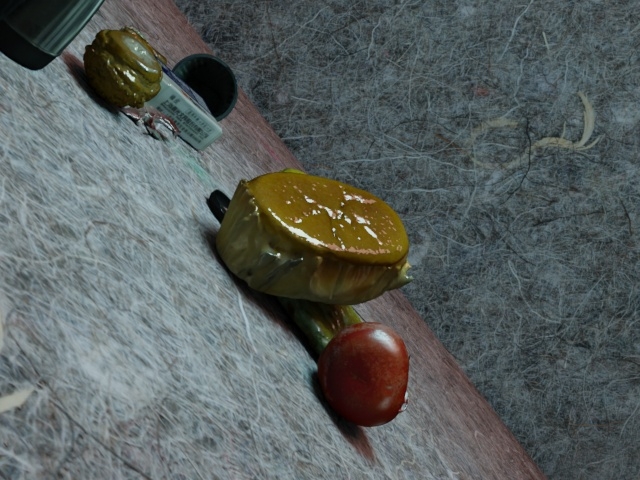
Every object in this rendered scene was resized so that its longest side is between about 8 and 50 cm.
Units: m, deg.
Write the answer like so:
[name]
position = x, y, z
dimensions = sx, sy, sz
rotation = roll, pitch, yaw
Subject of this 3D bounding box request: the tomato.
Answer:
[tomato]
position = 0.071, 0.229, 1.373
dimensions = 0.187, 0.151, 0.187
rotation = 177, -90, -75

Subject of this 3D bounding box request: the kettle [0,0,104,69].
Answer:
[kettle]
position = -0.403, -0.422, 1.190
dimensions = 0.207, 0.271, 0.251
rotation = 53, 7, 12

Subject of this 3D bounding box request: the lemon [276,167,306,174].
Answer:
[lemon]
position = -0.066, -0.069, 1.849
dimensions = 0.193, 0.180, 0.180
rotation = 57, 9, 25

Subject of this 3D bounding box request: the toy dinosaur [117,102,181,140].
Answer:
[toy dinosaur]
position = -0.342, -0.244, 1.605
dimensions = 0.108, 0.032, 0.220
rotation = 58, 19, 20

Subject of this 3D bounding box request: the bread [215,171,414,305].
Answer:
[bread]
position = -0.008, -0.008, 1.496
dimensions = 0.388, 0.183, 0.236
rotation = 9, 30, -43

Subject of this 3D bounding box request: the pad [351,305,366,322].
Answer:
[pad]
position = 0.015, 0.095, 1.982
dimensions = 0.202, 0.005, 0.300
rotation = 47, -1, -25

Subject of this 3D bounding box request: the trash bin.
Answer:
[trash bin]
position = -0.299, -0.378, 2.054
dimensions = 0.175, 0.175, 0.161
rotation = 50, -3, -8

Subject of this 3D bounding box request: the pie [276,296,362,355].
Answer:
[pie]
position = 0.012, 0.168, 1.601
dimensions = 0.323, 0.070, 0.323
rotation = 49, 12, -15

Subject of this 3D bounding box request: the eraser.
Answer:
[eraser]
position = -0.334, -0.314, 1.783
dimensions = 0.124, 0.081, 0.279
rotation = 56, 9, 31

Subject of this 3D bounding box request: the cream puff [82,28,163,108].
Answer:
[cream puff]
position = -0.362, -0.306, 1.465
dimensions = 0.150, 0.115, 0.165
rotation = 43, 18, -4

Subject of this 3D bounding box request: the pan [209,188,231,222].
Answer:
[pan]
position = -0.177, -0.066, 1.672
dimensions = 0.115, 0.040, 0.212
rotation = 49, 15, -8

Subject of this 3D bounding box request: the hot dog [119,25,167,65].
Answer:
[hot dog]
position = -0.439, -0.467, 1.981
dimensions = 0.140, 0.060, 0.090
rotation = 51, 11, -28
